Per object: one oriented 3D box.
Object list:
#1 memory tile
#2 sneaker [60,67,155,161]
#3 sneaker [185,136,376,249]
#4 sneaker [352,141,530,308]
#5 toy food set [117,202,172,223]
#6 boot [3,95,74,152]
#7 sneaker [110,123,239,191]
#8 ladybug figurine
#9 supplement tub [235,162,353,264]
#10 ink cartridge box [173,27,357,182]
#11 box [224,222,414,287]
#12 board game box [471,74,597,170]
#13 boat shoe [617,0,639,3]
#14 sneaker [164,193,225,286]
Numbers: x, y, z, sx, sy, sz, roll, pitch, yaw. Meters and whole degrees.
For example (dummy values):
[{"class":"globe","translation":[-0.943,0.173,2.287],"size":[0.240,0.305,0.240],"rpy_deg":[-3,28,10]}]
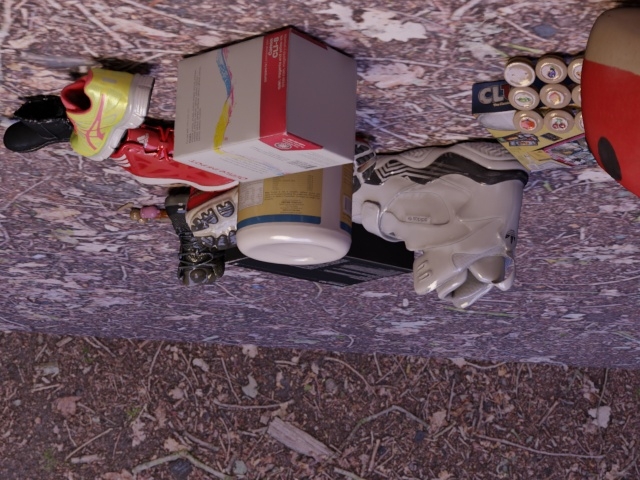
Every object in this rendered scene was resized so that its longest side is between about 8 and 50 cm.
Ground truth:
[{"class":"memory tile","translation":[0.289,-0.166,1.566],"size":[0.148,0.012,0.113],"rpy_deg":[1,134,19]},{"class":"sneaker","translation":[-0.279,-0.164,1.670],"size":[0.094,0.081,0.208],"rpy_deg":[16,155,-23]},{"class":"sneaker","translation":[-0.062,-0.093,1.881],"size":[0.279,0.118,0.107],"rpy_deg":[-20,135,6]},{"class":"sneaker","translation":[0.127,-0.013,1.935],"size":[0.366,0.210,0.137],"rpy_deg":[-8,163,35]},{"class":"toy food set","translation":[-0.275,-0.040,2.281],"size":[0.122,0.019,0.078],"rpy_deg":[9,165,-28]},{"class":"boot","translation":[-0.372,-0.152,1.776],"size":[0.121,0.045,0.099],"rpy_deg":[-8,167,8]},{"class":"sneaker","translation":[-0.193,-0.118,1.812],"size":[0.221,0.087,0.128],"rpy_deg":[-7,165,27]},{"class":"ladybug figurine","translation":[0.382,-0.103,1.344],"size":[0.305,0.162,0.449],"rpy_deg":[35,-167,19]},{"class":"supplement tub","translation":[-0.030,-0.080,1.701],"size":[0.144,0.199,0.144],"rpy_deg":[2,166,1]},{"class":"ink cartridge box","translation":[-0.065,-0.150,1.565],"size":[0.176,0.127,0.128],"rpy_deg":[-9,163,37]},{"class":"box","translation":[0.000,0.000,2.238],"size":[0.261,0.103,0.184],"rpy_deg":[13,160,-40]},{"class":"board game box","translation":[0.306,-0.148,1.711],"size":[0.165,0.042,0.243],"rpy_deg":[-4,165,24]},{"class":"boat shoe","translation":[0.345,-0.248,1.257],"size":[0.178,0.064,0.060],"rpy_deg":[3,178,30]},{"class":"sneaker","translation":[-0.199,-0.001,2.209],"size":[0.087,0.130,0.227],"rpy_deg":[-1,164,6]}]
